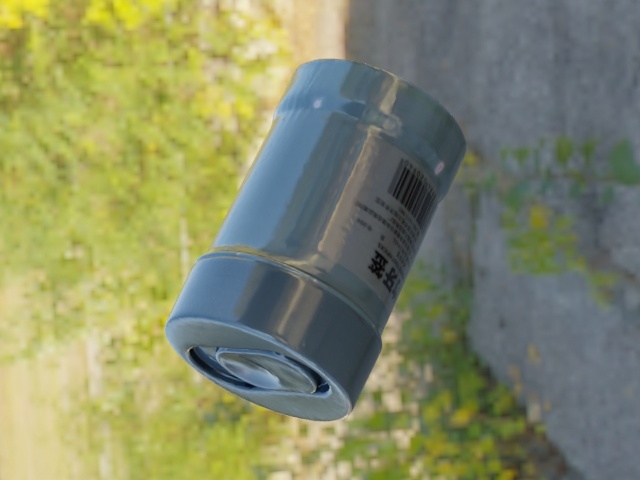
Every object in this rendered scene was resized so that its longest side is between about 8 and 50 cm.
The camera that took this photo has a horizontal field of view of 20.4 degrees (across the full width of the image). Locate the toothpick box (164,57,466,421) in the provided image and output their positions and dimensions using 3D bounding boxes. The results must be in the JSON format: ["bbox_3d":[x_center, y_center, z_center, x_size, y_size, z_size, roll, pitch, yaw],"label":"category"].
[{"bbox_3d":[0.000,0.000,0.879,0.153,0.101,0.101,-64,0,-23],"label":"toothpick box"}]
